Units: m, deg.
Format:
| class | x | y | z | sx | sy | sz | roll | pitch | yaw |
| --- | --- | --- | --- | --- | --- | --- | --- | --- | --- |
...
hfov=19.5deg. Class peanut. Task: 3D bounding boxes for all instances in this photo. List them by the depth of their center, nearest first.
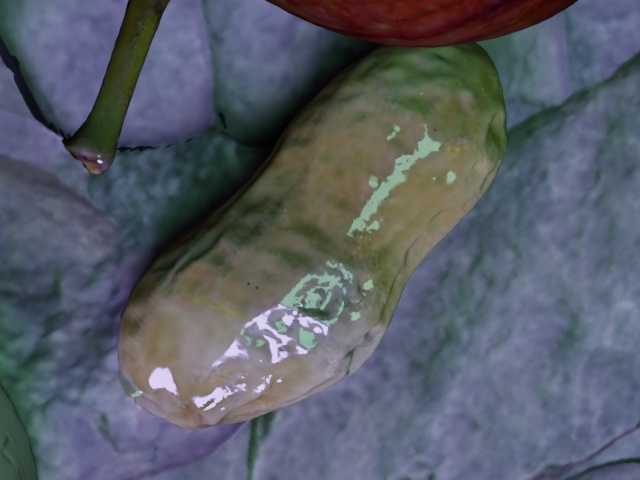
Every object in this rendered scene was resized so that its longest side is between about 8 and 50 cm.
| class | x | y | z | sx | sy | sz | roll | pitch | yaw |
| --- | --- | --- | --- | --- | --- | --- | --- | --- | --- |
| peanut | 0.000 | 0.000 | 0.793 | 0.099 | 0.099 | 0.214 | 41 | 89 | -26 |

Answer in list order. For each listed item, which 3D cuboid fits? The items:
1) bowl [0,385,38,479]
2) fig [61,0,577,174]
| class | x | y | z | sx | sy | sz | roll | pitch | yaw |
| --- | --- | --- | --- | --- | --- | --- | --- | --- | --- |
| bowl | -0.222 | 0.141 | 0.754 | 0.237 | 0.126 | 0.238 | -6 | 110 | -16 |
| fig | 0.004 | -0.157 | 0.704 | 0.249 | 0.186 | 0.204 | -24 | 99 | 38 |
